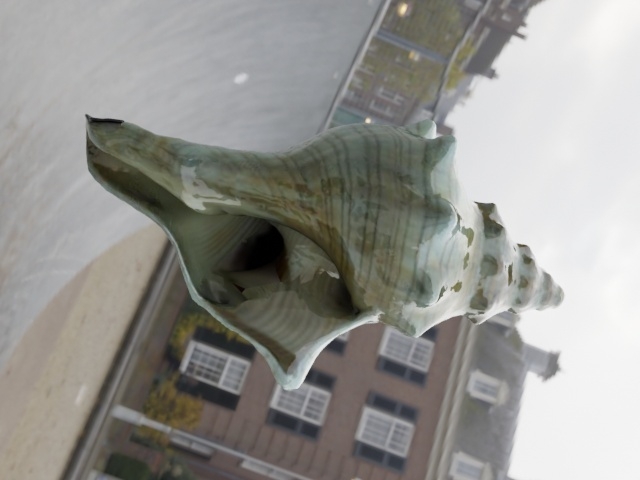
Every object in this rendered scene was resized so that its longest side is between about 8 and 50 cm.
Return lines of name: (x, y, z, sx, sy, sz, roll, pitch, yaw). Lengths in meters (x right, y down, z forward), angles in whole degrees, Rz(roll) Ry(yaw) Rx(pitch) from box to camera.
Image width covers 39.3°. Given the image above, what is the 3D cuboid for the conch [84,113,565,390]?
conch: (0.007, 0.006, 0.463, 0.114, 0.234, 0.137, -3, 93, -79)
